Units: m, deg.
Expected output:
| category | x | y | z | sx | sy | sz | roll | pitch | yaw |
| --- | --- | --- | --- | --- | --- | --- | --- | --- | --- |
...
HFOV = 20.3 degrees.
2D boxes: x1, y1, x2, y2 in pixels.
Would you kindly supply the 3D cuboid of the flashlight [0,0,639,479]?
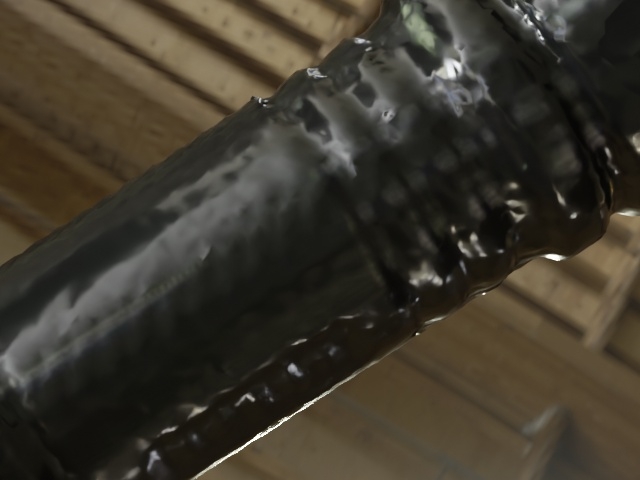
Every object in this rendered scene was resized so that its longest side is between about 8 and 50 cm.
| category | x | y | z | sx | sy | sz | roll | pitch | yaw |
| --- | --- | --- | --- | --- | --- | --- | --- | --- | --- |
| flashlight | 0.000 | 0.000 | 0.394 | 0.232 | 0.093 | 0.093 | -35 | -120 | -2 |
